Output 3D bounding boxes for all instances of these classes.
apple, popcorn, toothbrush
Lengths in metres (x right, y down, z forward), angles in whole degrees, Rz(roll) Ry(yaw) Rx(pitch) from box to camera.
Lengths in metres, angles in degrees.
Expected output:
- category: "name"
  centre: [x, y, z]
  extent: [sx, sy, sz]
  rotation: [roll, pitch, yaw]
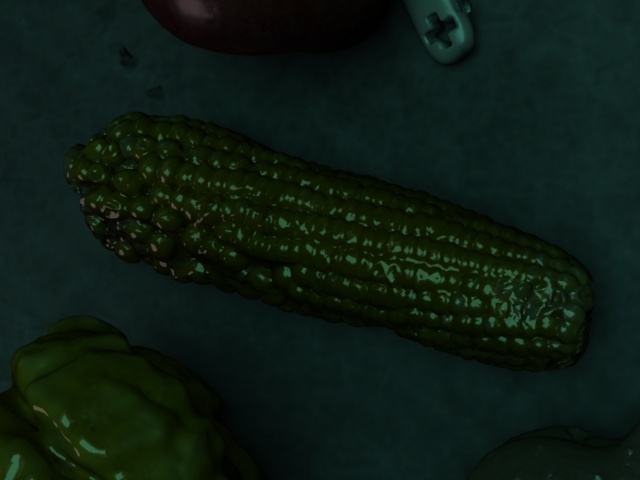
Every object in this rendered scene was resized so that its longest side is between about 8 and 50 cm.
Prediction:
- category: "apple"
  centre: [-0.034, -0.167, 0.836]
  extent: [0.153, 0.153, 0.120]
  rotation: [8, 105, 19]
- category: "popcorn"
  centre: [-0.133, 0.151, 0.824]
  extent: [0.200, 0.226, 0.203]
  rotation: [-36, 42, -7]
- category: "toothbrush"
  centre: [-0.001, -0.291, 0.904]
  extent: [0.042, 0.040, 0.418]
  rotation: [-33, 78, 37]

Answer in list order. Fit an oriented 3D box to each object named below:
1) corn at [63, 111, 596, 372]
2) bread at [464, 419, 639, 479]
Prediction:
- category: "corn"
  centre: [0.000, 0.000, 0.840]
  extent: [0.319, 0.097, 0.097]
  rotation: [17, 90, 18]
- category: "bread"
  centre: [0.175, 0.172, 0.756]
  extent: [0.337, 0.102, 0.183]
  rotation: [-19, 80, 14]
